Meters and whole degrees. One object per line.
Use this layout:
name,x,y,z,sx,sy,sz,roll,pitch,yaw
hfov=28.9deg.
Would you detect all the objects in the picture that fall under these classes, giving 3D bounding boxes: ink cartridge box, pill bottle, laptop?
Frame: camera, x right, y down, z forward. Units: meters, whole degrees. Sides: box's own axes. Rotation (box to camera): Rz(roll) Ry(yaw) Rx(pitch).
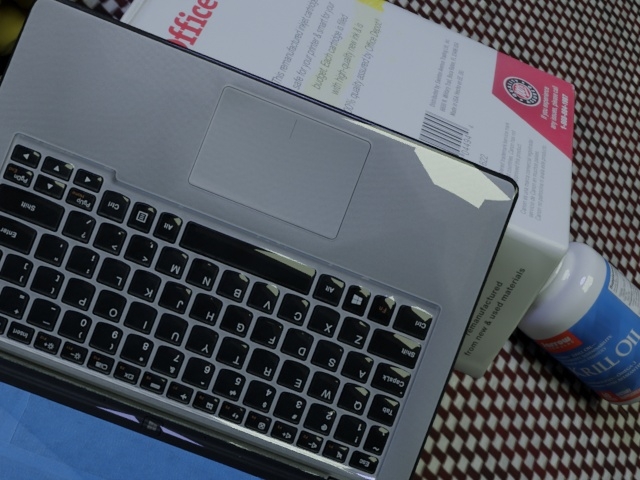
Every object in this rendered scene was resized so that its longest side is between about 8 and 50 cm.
ink cartridge box,0.012,-0.089,1.076,0.384,0.160,0.279,24,37,-4
pill bottle,0.294,0.080,1.404,0.221,0.124,0.124,38,43,-21
laptop,-0.089,0.075,0.791,0.381,0.236,0.408,21,87,-5

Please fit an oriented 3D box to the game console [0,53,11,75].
game console,-0.355,-0.296,1.049,0.213,0.044,0.361,-20,81,-50

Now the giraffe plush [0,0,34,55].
giraffe plush,-0.294,-0.212,0.894,0.170,0.181,0.210,48,31,-5
